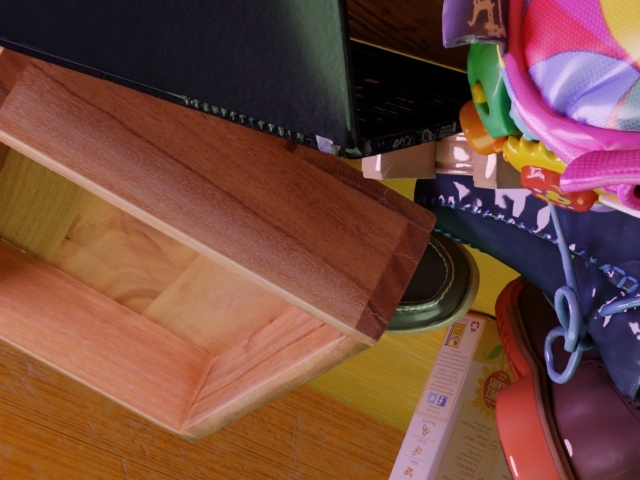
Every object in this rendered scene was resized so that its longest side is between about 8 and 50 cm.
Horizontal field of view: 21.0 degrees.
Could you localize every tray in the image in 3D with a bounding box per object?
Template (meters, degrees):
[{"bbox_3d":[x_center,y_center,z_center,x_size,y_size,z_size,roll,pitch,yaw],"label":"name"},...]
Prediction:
[{"bbox_3d":[-0.101,0.010,0.933,0.202,0.076,0.411,30,161,-8],"label":"tray"}]

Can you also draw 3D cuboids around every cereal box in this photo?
[{"bbox_3d":[0.131,0.196,1.374,0.173,0.240,0.047,30,169,-39],"label":"cereal box"}]

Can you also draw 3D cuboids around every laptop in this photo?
[{"bbox_3d":[-0.059,-0.124,0.590,0.234,0.137,0.264,20,-163,23],"label":"laptop"}]

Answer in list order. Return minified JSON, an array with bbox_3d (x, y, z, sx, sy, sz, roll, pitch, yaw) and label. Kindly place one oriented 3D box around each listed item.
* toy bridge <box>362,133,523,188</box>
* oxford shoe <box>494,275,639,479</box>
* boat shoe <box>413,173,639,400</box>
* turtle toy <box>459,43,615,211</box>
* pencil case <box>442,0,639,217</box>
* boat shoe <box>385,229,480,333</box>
[{"bbox_3d":[0.089,-0.031,0.677,0.063,0.026,0.188,-2,-173,-31],"label":"toy bridge"},{"bbox_3d":[0.151,0.072,0.900,0.097,0.098,0.271,63,-167,-15],"label":"oxford shoe"},{"bbox_3d":[0.148,0.028,0.745,0.258,0.089,0.109,21,172,27],"label":"boat shoe"},{"bbox_3d":[0.097,-0.036,0.536,0.130,0.066,0.095,25,172,-11],"label":"turtle toy"},{"bbox_3d":[0.132,-0.018,0.433,0.104,0.104,0.236,16,171,42],"label":"pencil case"},{"bbox_3d":[0.000,0.000,1.039,0.206,0.075,0.065,23,177,36],"label":"boat shoe"}]
